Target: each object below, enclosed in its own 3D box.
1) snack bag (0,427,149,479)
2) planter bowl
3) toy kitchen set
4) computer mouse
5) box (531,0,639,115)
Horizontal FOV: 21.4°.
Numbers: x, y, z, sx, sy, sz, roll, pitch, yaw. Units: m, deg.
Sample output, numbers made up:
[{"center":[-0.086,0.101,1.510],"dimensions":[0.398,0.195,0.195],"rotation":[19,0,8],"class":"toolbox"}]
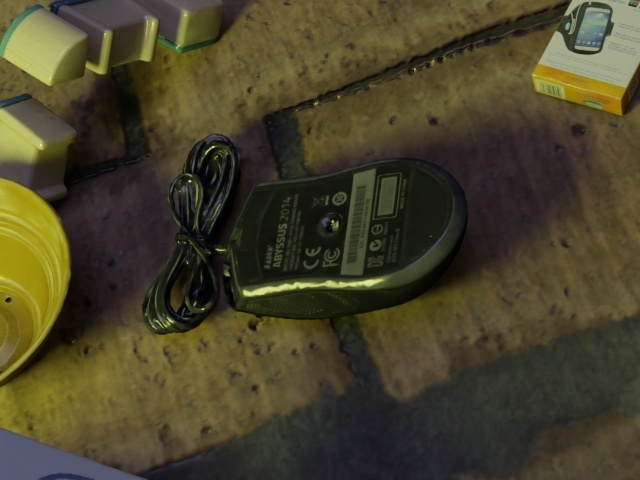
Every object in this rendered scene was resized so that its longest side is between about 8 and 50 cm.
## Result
[{"center":[-0.094,0.269,1.036],"dimensions":[0.037,0.323,0.342],"rotation":[-55,23,25],"class":"snack bag"},{"center":[-0.291,0.059,1.376],"dimensions":[0.217,0.090,0.217],"rotation":[-7,57,10],"class":"planter bowl"},{"center":[-0.211,-0.144,1.505],"dimensions":[0.122,0.166,0.207],"rotation":[32,34,29],"class":"toy kitchen set"},{"center":[0.000,0.000,1.359],"dimensions":[0.272,0.072,0.189],"rotation":[-2,59,28],"class":"computer mouse"},{"center":[0.243,-0.173,1.427],"dimensions":[0.081,0.028,0.136],"rotation":[19,62,24],"class":"box"}]
